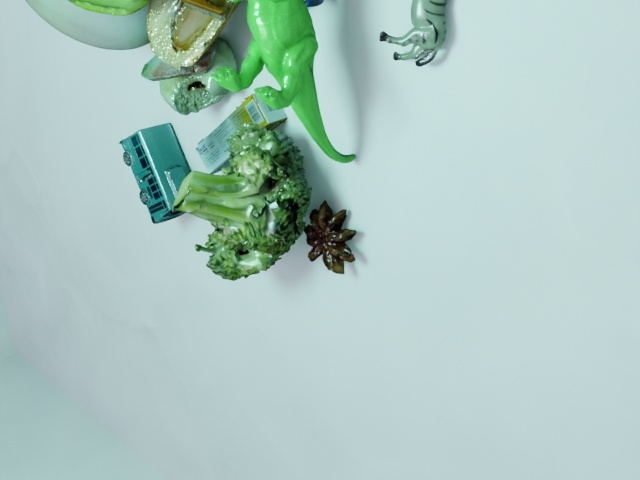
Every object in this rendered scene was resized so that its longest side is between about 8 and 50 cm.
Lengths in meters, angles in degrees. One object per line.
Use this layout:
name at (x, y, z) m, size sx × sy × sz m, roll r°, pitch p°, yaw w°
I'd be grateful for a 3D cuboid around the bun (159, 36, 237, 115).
bun at (-0.289, -0.399, 1.724) m, size 0.212 × 0.126 × 0.204 m, roll 17°, pitch 96°, yaw 34°

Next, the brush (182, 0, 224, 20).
brush at (-0.227, -0.456, 1.314) m, size 0.090 × 0.314 × 0.017 m, roll 17°, pitch 94°, yaw -6°

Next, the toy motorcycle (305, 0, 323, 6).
toy motorcycle at (-0.066, -0.514, 1.463) m, size 0.136 × 0.092 × 0.254 m, roll 56°, pitch 149°, yaw -5°

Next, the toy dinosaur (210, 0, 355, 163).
toy dinosaur at (-0.034, -0.402, 1.387) m, size 0.143 × 0.500 × 0.375 m, roll 12°, pitch 81°, yaw 35°

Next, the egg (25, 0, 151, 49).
egg at (-0.503, -0.617, 1.683) m, size 0.340 × 0.354 × 0.354 m, roll 47°, pitch 139°, yaw -2°

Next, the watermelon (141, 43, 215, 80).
watermelon at (-0.323, -0.403, 1.620) m, size 0.094 × 0.180 × 0.081 m, roll 47°, pitch 163°, yaw 48°

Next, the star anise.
star anise at (0.000, 0.000, 1.679) m, size 0.234 × 0.073 × 0.177 m, roll -12°, pitch 92°, yaw 58°

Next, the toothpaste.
toothpaste at (-0.205, -0.262, 1.754) m, size 0.312 × 0.071 × 0.089 m, roll -28°, pitch 91°, yaw 49°

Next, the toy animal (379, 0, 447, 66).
toy animal at (0.193, -0.415, 1.257) m, size 0.175 × 0.073 × 0.217 m, roll 10°, pitch 123°, yaw 27°

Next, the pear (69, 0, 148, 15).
pear at (-0.430, -0.601, 1.390) m, size 0.342 × 0.239 × 0.318 m, roll 17°, pitch 148°, yaw 1°

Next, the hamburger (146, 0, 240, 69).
hamburger at (-0.253, -0.551, 1.544) m, size 0.162 × 0.209 × 0.330 m, roll 27°, pitch 123°, yaw -12°

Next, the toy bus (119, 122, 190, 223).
toy bus at (-0.448, -0.190, 2.002) m, size 0.147 × 0.128 × 0.256 m, roll -19°, pitch 94°, yaw 48°

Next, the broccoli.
broccoli at (-0.162, -0.087, 1.644) m, size 0.338 × 0.317 × 0.277 m, roll -12°, pitch 59°, yaw 25°
